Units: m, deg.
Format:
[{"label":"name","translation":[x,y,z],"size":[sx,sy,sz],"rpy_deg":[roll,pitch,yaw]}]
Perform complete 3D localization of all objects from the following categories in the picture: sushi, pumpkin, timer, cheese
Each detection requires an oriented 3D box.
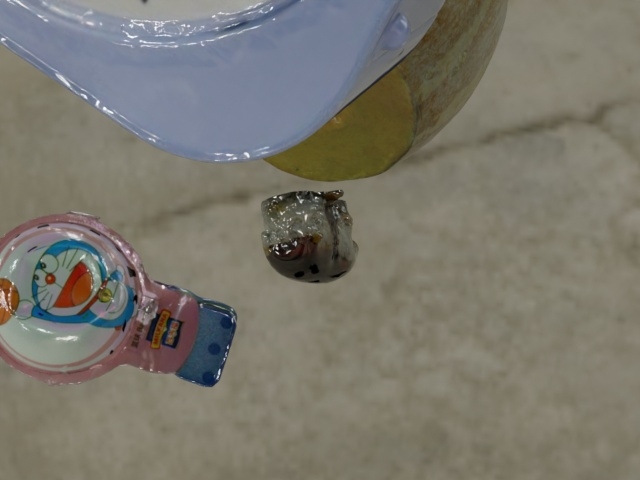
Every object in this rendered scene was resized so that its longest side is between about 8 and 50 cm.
[{"label":"sushi","translation":[0.000,0.000,0.994],"size":[0.044,0.046,0.083],"rpy_deg":[-14,-10,24]},{"label":"pumpkin","translation":[0.019,-0.120,1.193],"size":[0.217,0.217,0.110],"rpy_deg":[1,48,-3]},{"label":"timer","translation":[-0.079,-0.252,0.828],"size":[0.395,0.395,0.173],"rpy_deg":[18,31,17]},{"label":"cheese","translation":[-0.230,0.070,1.912],"size":[0.286,0.074,0.189],"rpy_deg":[19,72,-5]}]
